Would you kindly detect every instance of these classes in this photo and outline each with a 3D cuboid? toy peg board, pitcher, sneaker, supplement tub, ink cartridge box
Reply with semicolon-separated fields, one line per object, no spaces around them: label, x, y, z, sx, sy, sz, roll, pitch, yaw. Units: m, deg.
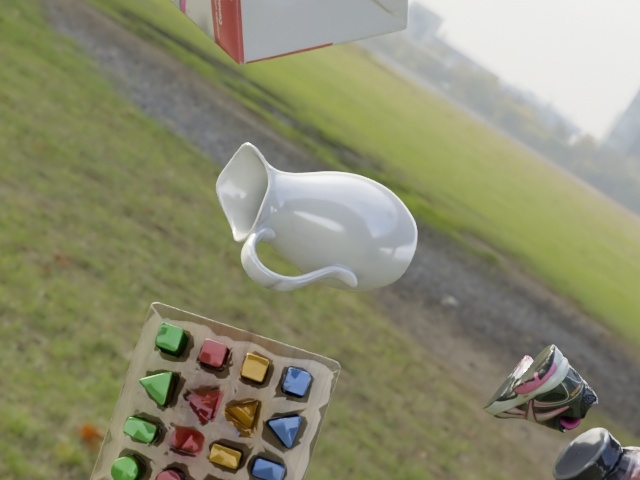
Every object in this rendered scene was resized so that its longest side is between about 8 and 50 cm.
toy peg board;-0.083;0.145;1.210;0.161;0.161;0.079;18;-7;1
pitcher;0.000;0.000;1.667;0.207;0.125;0.177;19;45;-28
sneaker;0.218;0.161;1.535;0.077;0.072;0.178;41;-11;2
supplement tub;0.316;0.277;1.531;0.198;0.106;0.106;47;5;-11
ink cartridge box;-0.039;-0.186;0.985;0.115;0.067;0.198;-15;33;-21
